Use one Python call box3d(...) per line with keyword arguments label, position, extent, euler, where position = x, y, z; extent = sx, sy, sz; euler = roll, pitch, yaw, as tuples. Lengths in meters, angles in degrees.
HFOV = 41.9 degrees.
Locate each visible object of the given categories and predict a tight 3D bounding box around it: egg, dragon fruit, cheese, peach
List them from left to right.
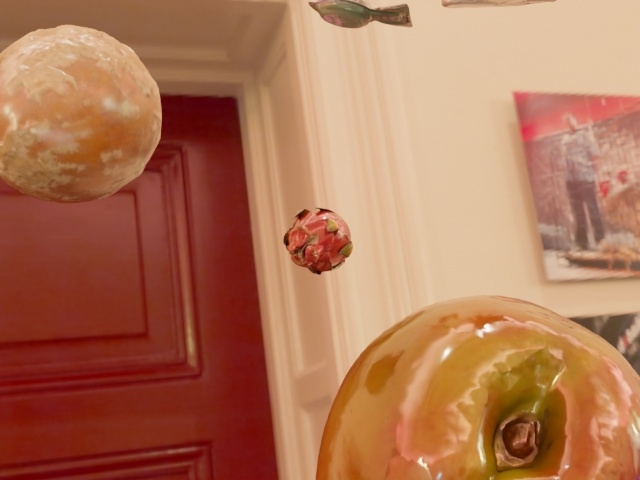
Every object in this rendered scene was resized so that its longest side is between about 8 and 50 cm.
box3d(label="egg", position=(-0.271, -0.133, 0.900), extent=(0.195, 0.195, 0.233), euler=(-11, 26, 14))
box3d(label="dragon fruit", position=(0.002, 0.001, 1.064), extent=(0.081, 0.086, 0.116), euler=(-55, -25, 11))
box3d(label="cheese", position=(0.045, -0.262, 0.962), extent=(0.121, 0.026, 0.067), euler=(10, -6, 13))
box3d(label="peach", position=(0.133, 0.198, 0.710), extent=(0.308, 0.308, 0.332), euler=(-4, -20, -12))

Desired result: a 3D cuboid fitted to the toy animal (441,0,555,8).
box3d(label="toy animal", position=(0.176, -0.374, 0.858), extent=(0.138, 0.282, 0.140), euler=(-24, 15, -22))
